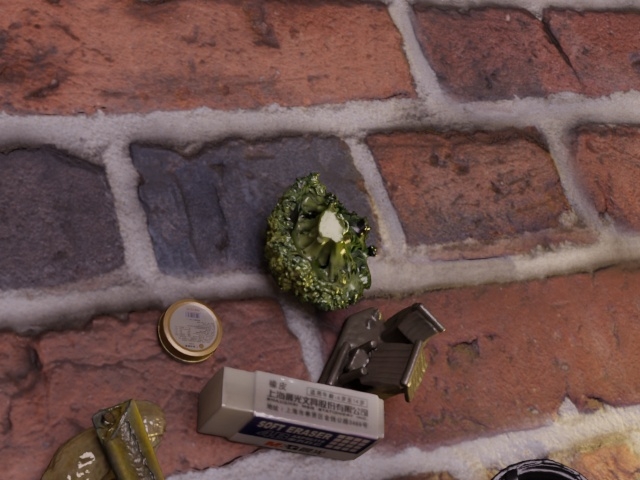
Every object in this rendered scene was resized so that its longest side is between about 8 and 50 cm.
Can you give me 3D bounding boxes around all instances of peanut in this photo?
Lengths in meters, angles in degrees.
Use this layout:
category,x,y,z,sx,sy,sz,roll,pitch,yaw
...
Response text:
category,x,y,z,sx,sy,sz,roll,pitch,yaw
peanut,-0.317,0.313,1.573,0.214,0.090,0.099,-29,123,-34

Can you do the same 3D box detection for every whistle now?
category,x,y,z,sx,sy,sz,roll,pitch,yaw
whistle,-0.239,0.384,1.523,0.068,0.057,0.327,-21,94,-8

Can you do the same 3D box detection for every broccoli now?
category,x,y,z,sx,sy,sz,roll,pitch,yaw
broccoli,-0.001,0.000,1.859,0.197,0.176,0.226,11,94,-19

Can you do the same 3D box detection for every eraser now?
category,x,y,z,sx,sy,sz,roll,pitch,yaw
eraser,-0.047,0.279,1.708,0.278,0.124,0.081,14,57,-20

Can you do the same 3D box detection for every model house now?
category,x,y,z,sx,sy,sz,roll,pitch,yaw
model house,0.113,0.195,1.818,0.122,0.188,0.229,44,51,-18

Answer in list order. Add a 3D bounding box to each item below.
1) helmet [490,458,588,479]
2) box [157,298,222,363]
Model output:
category,x,y,z,sx,sy,sz,roll,pitch,yaw
helmet,0.346,0.503,1.760,0.230,0.160,0.279,11,73,-1
box,-0.213,0.148,1.752,0.105,0.037,0.106,13,57,-20
